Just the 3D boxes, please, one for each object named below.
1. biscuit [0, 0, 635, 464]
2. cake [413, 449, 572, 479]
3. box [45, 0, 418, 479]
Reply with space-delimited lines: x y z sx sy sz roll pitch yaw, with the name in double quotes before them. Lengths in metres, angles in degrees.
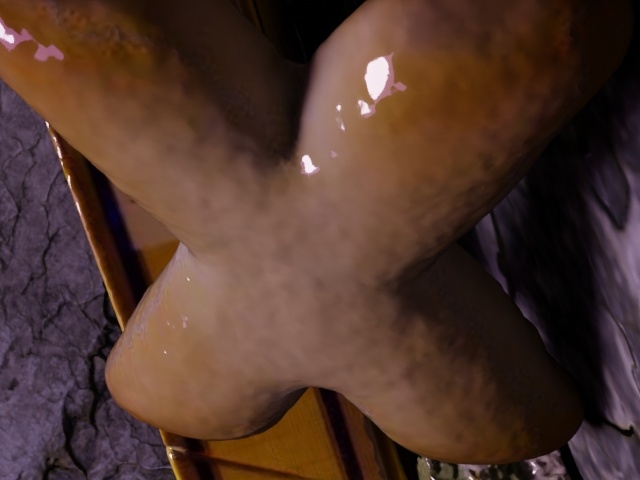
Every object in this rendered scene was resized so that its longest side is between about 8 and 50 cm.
"biscuit" -0.001 0.000 0.445 0.208 0.164 0.047 81 -166 -54
"cake" 0.078 0.126 0.543 0.055 0.051 0.140 85 163 -62
"box" -0.037 -0.021 0.627 0.193 0.084 0.301 -90 -17 -71
